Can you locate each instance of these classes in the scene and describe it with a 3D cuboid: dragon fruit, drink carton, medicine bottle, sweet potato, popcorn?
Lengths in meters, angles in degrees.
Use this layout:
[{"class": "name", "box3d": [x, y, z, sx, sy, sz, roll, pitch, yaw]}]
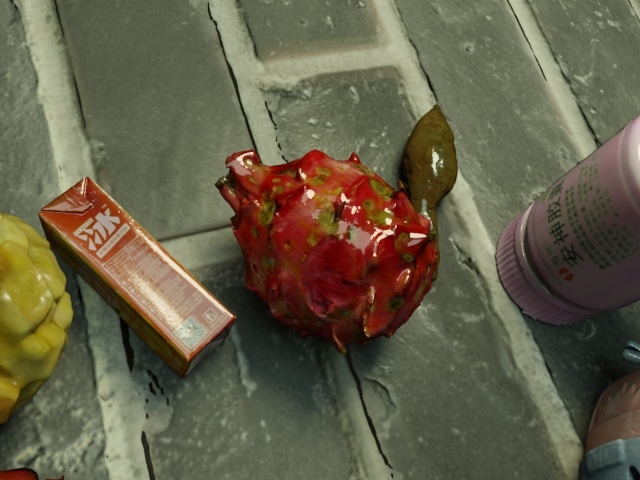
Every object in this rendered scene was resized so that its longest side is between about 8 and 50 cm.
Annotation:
[{"class": "dragon fruit", "box3d": [0.000, 0.000, 0.732, 0.268, 0.210, 0.205, 35, 91, -3]}, {"class": "drink carton", "box3d": [-0.200, 0.042, 0.711, 0.223, 0.096, 0.071, 43, 64, 5]}, {"class": "medicine bottle", "box3d": [0.354, -0.016, 0.781, 0.178, 0.290, 0.178, 6, 67, -14]}, {"class": "sweet potato", "box3d": [0.145, -0.079, 0.874, 0.075, 0.075, 0.269, 10, 69, -11]}, {"class": "popcorn", "box3d": [-0.384, 0.056, 0.599, 0.265, 0.225, 0.332, -20, 52, -34]}]

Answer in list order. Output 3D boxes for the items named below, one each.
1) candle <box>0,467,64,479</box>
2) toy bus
[{"class": "candle", "box3d": [-0.409, 0.216, 0.608, 0.329, 0.048, 0.051, 13, 24, -10]}, {"class": "toy bus", "box3d": [0.455, 0.261, 0.758, 0.294, 0.197, 0.232, 25, 53, -3]}]
